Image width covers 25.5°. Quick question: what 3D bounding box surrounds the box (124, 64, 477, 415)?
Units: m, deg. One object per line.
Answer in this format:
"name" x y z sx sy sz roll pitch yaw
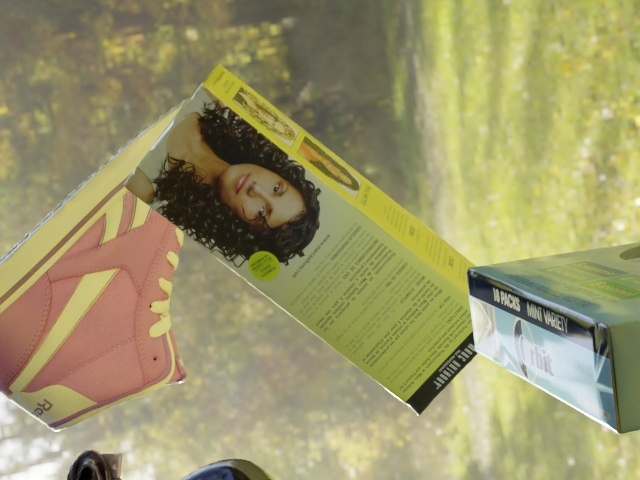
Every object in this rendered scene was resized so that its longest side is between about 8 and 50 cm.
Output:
"box" 0.000 0.000 0.863 0.232 0.087 0.058 37 -159 -7

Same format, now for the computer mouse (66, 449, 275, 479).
"computer mouse" -0.104 0.238 1.073 0.072 0.272 0.188 25 -122 -38

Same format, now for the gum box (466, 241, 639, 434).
"gum box" 0.169 0.026 0.551 0.157 0.184 0.041 -155 57 -77

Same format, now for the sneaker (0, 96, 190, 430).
"sneaker" -0.135 0.022 1.066 0.161 0.282 0.102 46 159 -8
